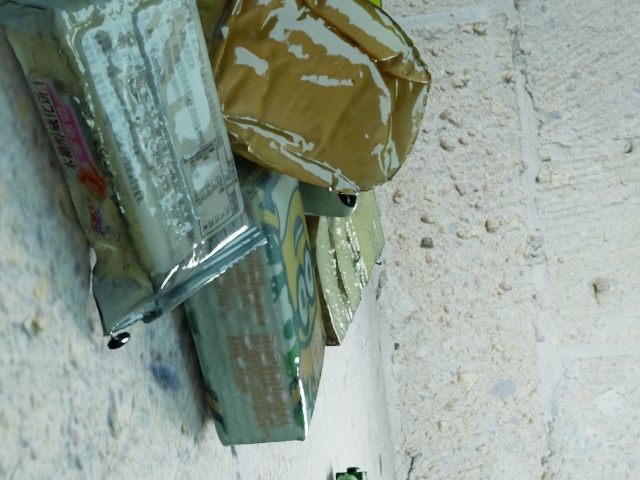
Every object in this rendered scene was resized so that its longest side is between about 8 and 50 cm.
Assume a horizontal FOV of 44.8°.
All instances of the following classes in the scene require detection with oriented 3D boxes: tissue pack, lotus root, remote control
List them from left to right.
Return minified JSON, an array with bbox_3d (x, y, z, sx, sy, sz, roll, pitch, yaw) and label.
[{"bbox_3d":[-0.077,0.048,0.907,0.228,0.128,0.311,-76,158,-65],"label":"tissue pack"},{"bbox_3d":[-0.045,-0.080,1.015,0.045,0.256,0.097,-27,114,-36],"label":"remote control"},{"bbox_3d":[-0.007,-0.001,1.357,0.260,0.149,0.267,71,33,-40],"label":"lotus root"}]

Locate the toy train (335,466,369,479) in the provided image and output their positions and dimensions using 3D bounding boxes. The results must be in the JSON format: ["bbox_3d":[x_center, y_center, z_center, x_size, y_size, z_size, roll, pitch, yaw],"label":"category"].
[{"bbox_3d":[0.065,0.569,1.593,0.132,0.083,0.200,48,36,-69],"label":"toy train"}]

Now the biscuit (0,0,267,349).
[{"bbox_3d":[-0.143,-0.081,0.613,0.186,0.079,0.309,-41,133,-38],"label":"biscuit"}]

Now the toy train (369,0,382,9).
[{"bbox_3d":[-0.024,-0.438,1.129,0.179,0.272,0.442,69,17,-49],"label":"toy train"}]

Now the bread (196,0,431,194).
[{"bbox_3d":[-0.031,-0.174,0.806,0.288,0.156,0.204,10,102,-39],"label":"bread"}]
